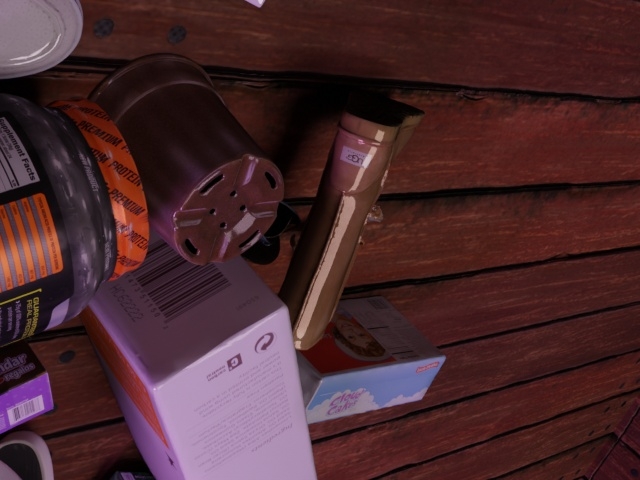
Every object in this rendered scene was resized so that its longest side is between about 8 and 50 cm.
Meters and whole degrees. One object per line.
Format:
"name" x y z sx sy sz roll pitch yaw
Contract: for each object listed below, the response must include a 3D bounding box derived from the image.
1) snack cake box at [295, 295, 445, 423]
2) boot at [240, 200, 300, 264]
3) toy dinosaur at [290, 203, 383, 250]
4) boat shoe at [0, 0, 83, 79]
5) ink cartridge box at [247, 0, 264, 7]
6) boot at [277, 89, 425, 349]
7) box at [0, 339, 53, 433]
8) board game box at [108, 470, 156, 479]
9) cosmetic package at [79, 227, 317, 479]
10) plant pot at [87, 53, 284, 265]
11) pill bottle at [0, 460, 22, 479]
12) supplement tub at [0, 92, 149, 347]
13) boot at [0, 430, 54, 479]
"snack cake box" 0.032 0.164 1.417 0.264 0.152 0.089 -2 127 -45
"boot" -0.073 -0.014 1.164 0.082 0.106 0.219 -39 145 -10
"toy dinosaur" 0.000 0.000 1.305 0.211 0.064 0.112 -28 135 -49
"boat shoe" -0.308 -0.166 0.714 0.367 0.156 0.135 9 119 -50
"ink cartridge box" -0.069 -0.327 0.825 0.154 0.093 0.212 25 105 -33
"boot" 0.024 -0.033 1.176 0.236 0.089 0.269 -38 149 -68
"box" -0.411 0.125 0.866 0.293 0.201 0.057 -25 142 -29
"board game box" -0.309 0.419 1.407 0.259 0.030 0.136 -49 144 15
"cosmetic package" -0.140 0.183 1.189 0.161 0.230 0.453 -31 142 -19
"plant pot" -0.133 -0.071 0.991 0.167 0.165 0.167 -27 142 -24
"pill bottle" -0.414 0.371 1.008 0.224 0.224 0.392 -14 152 -38
"supplement tub" -0.324 0.003 0.808 0.338 0.207 0.207 -21 139 -33
"boot" -0.356 0.336 1.259 0.176 0.088 0.244 -60 155 -79
